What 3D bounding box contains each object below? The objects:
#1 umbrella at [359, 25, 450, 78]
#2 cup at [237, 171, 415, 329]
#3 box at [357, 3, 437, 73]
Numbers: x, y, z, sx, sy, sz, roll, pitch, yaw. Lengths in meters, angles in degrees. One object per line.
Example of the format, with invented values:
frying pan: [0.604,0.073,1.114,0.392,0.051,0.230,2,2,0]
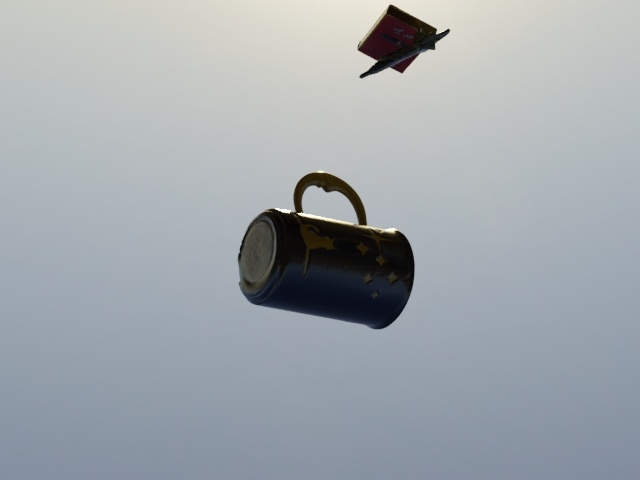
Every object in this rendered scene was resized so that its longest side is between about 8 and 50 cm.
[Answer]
umbrella: [0.134,-0.291,1.847,0.044,0.044,0.269,-40,176,39]
cup: [-0.008,0.020,2.084,0.256,0.178,0.255,12,-148,-29]
box: [0.125,-0.331,2.015,0.090,0.023,0.133,25,154,-12]
